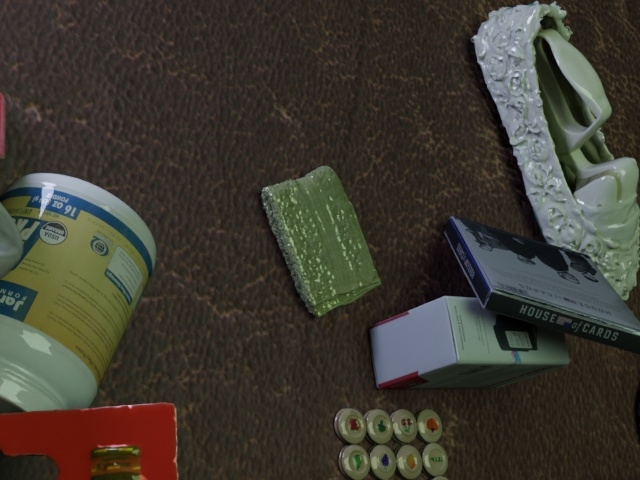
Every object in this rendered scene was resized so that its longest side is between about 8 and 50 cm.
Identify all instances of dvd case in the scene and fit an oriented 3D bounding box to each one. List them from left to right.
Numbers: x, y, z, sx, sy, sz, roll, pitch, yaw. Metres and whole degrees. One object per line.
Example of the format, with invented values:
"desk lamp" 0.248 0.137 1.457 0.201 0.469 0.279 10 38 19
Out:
"dvd case" 0.240 0.043 1.344 0.179 0.029 0.238 16 18 -9

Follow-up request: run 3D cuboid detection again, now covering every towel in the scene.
"towel" 0.000 0.000 1.305 0.110 0.027 0.148 -22 90 -41

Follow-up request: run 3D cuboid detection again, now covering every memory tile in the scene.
"memory tile" 0.079 0.232 1.292 0.148 0.012 0.113 7 70 -38

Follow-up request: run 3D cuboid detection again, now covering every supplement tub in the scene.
"supplement tub" -0.233 0.060 1.014 0.144 0.144 0.199 36 54 -23

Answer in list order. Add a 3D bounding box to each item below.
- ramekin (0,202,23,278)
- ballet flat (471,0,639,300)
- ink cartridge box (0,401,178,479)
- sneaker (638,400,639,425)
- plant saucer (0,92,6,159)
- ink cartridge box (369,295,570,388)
"ramekin" -0.359 -0.024 0.881 0.273 0.273 0.127 37 96 -23
"ballet flat" 0.315 -0.111 1.535 0.147 0.147 0.408 -25 91 -42
"ink cartridge box" -0.248 0.302 0.828 0.308 0.091 0.384 -4 73 4
"sneaker" 0.473 0.178 1.572 0.101 0.106 0.267 22 62 -34
"plant saucer" -0.364 -0.154 0.963 0.258 0.259 0.047 39 95 -21
"ink cartridge box" 0.160 0.113 1.326 0.175 0.127 0.072 5 69 -39
